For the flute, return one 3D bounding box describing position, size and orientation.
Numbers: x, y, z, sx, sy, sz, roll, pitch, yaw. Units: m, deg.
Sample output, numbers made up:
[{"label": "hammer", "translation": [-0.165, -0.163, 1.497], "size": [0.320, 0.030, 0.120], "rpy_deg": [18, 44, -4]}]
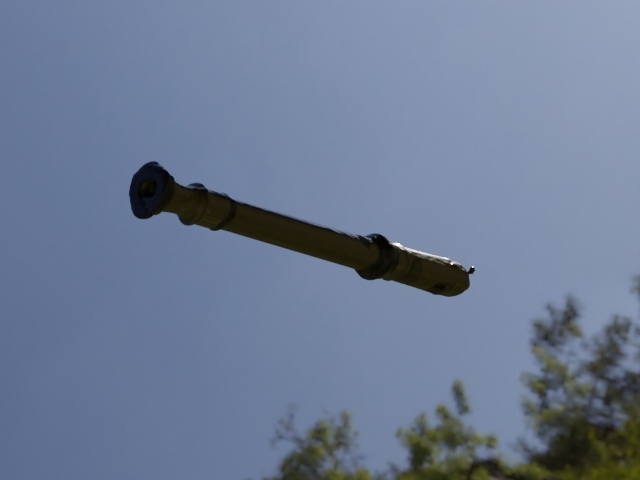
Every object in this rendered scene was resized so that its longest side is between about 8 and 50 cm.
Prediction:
[{"label": "flute", "translation": [0.000, 0.000, 0.704], "size": [0.233, 0.027, 0.027], "rpy_deg": [16, -93, -47]}]
